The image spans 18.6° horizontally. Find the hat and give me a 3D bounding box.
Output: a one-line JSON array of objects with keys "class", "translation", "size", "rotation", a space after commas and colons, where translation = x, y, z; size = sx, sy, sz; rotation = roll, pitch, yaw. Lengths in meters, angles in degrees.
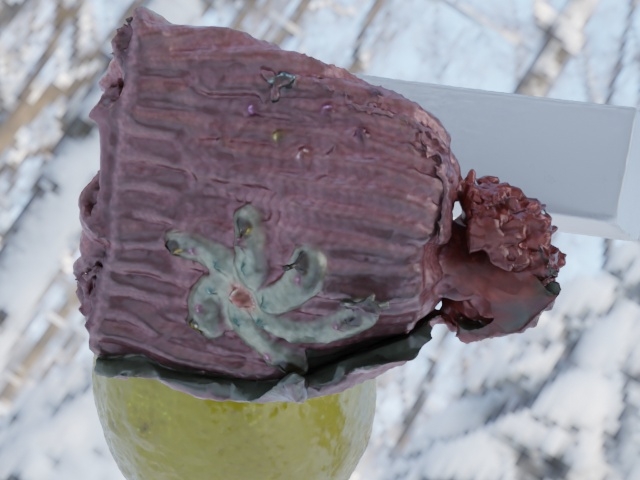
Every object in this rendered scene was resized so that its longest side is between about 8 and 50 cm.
[{"class": "hat", "translation": [0.000, 0.000, 1.122], "size": [0.286, 0.107, 0.237], "rotation": [10, -60, 0]}]

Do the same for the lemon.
[{"class": "lemon", "translation": [-0.072, 0.129, 1.692], "size": [0.245, 0.245, 0.320], "rotation": [20, -46, 37]}]

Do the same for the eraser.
[{"class": "eraser", "translation": [0.066, -0.062, 1.300], "size": [0.298, 0.078, 0.076], "rotation": [9, -7, 21]}]
